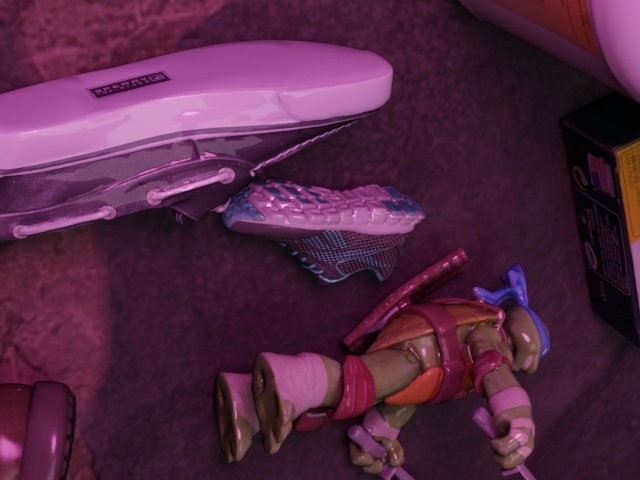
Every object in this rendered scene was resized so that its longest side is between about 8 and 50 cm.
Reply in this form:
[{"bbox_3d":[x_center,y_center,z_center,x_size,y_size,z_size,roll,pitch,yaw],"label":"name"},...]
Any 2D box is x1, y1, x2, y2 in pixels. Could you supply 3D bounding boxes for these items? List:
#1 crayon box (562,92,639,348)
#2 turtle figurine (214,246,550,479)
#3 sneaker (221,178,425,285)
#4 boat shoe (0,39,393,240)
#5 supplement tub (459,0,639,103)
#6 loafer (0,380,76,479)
[{"bbox_3d":[0.368,-0.067,1.330,0.318,0.081,0.202,-25,123,-16],"label":"crayon box"},{"bbox_3d":[0.068,0.156,1.204,0.266,0.198,0.275,-3,111,-24],"label":"turtle figurine"},{"bbox_3d":[0.000,0.000,1.175,0.166,0.065,0.076,4,115,-29],"label":"sneaker"},{"bbox_3d":[-0.092,-0.063,1.064,0.301,0.108,0.102,-14,119,-20],"label":"boat shoe"},{"bbox_3d":[0.232,-0.209,1.040,0.228,0.316,0.228,-12,119,-24],"label":"supplement tub"},{"bbox_3d":[-0.269,0.268,1.110,0.130,0.134,0.366,13,88,-6],"label":"loafer"}]
